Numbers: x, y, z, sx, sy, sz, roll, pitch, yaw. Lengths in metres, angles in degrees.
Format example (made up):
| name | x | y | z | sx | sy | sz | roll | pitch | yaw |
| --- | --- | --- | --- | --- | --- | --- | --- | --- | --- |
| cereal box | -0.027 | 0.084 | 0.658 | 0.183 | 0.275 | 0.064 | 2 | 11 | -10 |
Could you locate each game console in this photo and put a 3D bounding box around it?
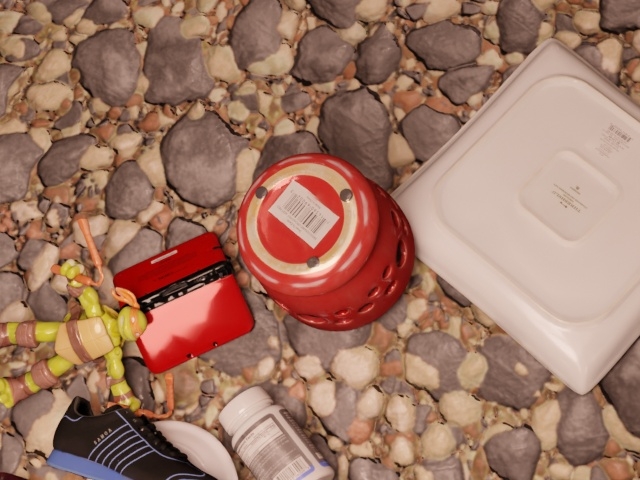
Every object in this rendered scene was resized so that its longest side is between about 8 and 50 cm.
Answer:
| name | x | y | z | sx | sy | sz | roll | pitch | yaw |
| --- | --- | --- | --- | --- | --- | --- | --- | --- | --- |
| game console | -0.171 | 0.075 | 1.659 | 0.144 | 0.085 | 0.124 | -24 | 36 | -3 |

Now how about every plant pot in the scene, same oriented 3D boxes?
| name | x | y | z | sx | sy | sz | roll | pitch | yaw |
| --- | --- | --- | --- | --- | --- | --- | --- | --- | --- |
| plant pot | 0.000 | 0.000 | 1.565 | 0.191 | 0.174 | 0.191 | -5 | 75 | 18 |

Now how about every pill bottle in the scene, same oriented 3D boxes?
| name | x | y | z | sx | sy | sz | roll | pitch | yaw |
| --- | --- | --- | --- | --- | --- | --- | --- | --- | --- |
| pill bottle | -0.053 | 0.240 | 1.543 | 0.078 | 0.078 | 0.137 | -37 | 68 | -7 |

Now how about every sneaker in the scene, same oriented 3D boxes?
| name | x | y | z | sx | sy | sz | roll | pitch | yaw |
| --- | --- | --- | --- | --- | --- | --- | --- | --- | --- |
| sneaker | -0.206 | 0.240 | 1.515 | 0.232 | 0.081 | 0.091 | 11 | 76 | 24 |

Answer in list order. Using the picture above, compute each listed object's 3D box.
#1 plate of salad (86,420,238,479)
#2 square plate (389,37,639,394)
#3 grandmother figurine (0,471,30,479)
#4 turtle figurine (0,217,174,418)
| name | x | y | z | sx | sy | sz | roll | pitch | yaw |
| --- | --- | --- | --- | --- | --- | --- | --- | --- | --- |
| plate of salad | -0.185 | 0.308 | 1.551 | 0.199 | 0.048 | 0.200 | -8 | 62 | 15 |
| square plate | 0.299 | -0.048 | 1.625 | 0.347 | 0.049 | 0.344 | 41 | 79 | 20 |
| grandmother figurine | -0.381 | 0.353 | 1.538 | 0.207 | 0.104 | 0.342 | -21 | 63 | -22 |
| turtle figurine | -0.297 | 0.108 | 1.595 | 0.217 | 0.087 | 0.270 | -16 | 111 | 12 |
